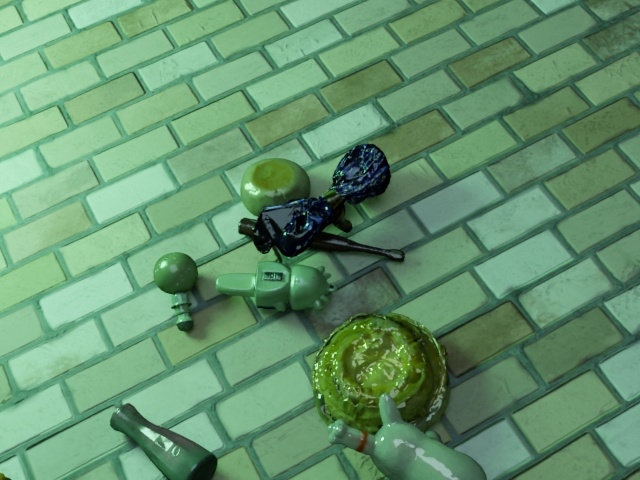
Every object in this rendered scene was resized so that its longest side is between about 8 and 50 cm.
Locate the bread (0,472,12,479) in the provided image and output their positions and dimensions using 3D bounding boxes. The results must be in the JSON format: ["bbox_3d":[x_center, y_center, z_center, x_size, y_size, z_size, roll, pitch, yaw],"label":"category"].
[{"bbox_3d":[-0.593,0.547,1.533,0.139,0.077,0.270,-9,59,-5],"label":"bread"}]

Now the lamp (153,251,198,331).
[{"bbox_3d":[-0.287,0.107,1.789,0.091,0.091,0.163,-14,73,-4],"label":"lamp"}]

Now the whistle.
[{"bbox_3d":[-0.088,0.093,1.768,0.245,0.092,0.110,0,60,3],"label":"whistle"}]

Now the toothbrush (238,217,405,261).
[{"bbox_3d":[0.000,0.000,1.851,0.364,0.041,0.040,10,59,10],"label":"toothbrush"}]

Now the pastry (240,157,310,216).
[{"bbox_3d":[-0.100,-0.117,1.904,0.157,0.092,0.156,0,52,0],"label":"pastry"}]

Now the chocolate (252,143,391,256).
[{"bbox_3d":[0.007,-0.070,1.818,0.343,0.126,0.148,-38,97,-27],"label":"chocolate"}]

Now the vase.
[{"bbox_3d":[-0.295,0.378,1.617,0.214,0.086,0.086,29,64,26],"label":"vase"}]

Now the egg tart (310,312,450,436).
[{"bbox_3d":[0.112,0.252,1.651,0.279,0.095,0.278,-2,60,3],"label":"egg tart"}]

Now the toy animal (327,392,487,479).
[{"bbox_3d":[0.155,0.378,1.531,0.282,0.138,0.140,32,73,14],"label":"toy animal"}]
